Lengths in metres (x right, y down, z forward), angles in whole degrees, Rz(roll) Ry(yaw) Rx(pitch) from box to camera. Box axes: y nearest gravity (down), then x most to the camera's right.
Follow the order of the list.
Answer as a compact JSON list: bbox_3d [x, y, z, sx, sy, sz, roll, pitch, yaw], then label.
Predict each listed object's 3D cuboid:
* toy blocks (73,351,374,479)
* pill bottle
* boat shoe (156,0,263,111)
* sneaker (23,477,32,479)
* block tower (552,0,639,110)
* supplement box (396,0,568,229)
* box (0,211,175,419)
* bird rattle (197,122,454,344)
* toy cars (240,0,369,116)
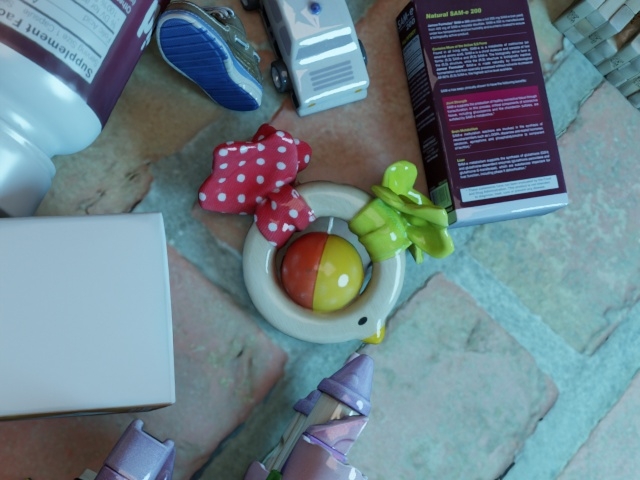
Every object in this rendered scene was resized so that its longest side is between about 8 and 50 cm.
[{"bbox_3d":[-0.031,0.202,1.141,0.309,0.288,0.260,32,82,-4],"label":"toy blocks"},{"bbox_3d":[-0.266,-0.220,1.187,0.224,0.224,0.392,28,76,-7],"label":"pill bottle"},{"bbox_3d":[-0.108,-0.193,1.256,0.066,0.183,0.066,0,70,17],"label":"boat shoe"},{"bbox_3d":[-0.279,0.267,1.207,0.035,0.031,0.083,-12,79,-1],"label":"sneaker"},{"bbox_3d":[0.415,-0.160,1.404,0.335,0.097,0.091,45,75,-4],"label":"block tower"},{"bbox_3d":[0.168,-0.139,1.353,0.130,0.073,0.239,-8,84,-14],"label":"supplement box"},{"bbox_3d":[-0.315,0.079,1.131,0.345,0.215,0.168,-3,82,-13],"label":"box"},{"bbox_3d":[0.000,0.000,1.269,0.254,0.143,0.206,10,96,-8],"label":"bird rattle"},{"bbox_3d":[0.024,-0.325,1.343,0.177,0.087,0.393,22,77,-8],"label":"toy cars"}]
